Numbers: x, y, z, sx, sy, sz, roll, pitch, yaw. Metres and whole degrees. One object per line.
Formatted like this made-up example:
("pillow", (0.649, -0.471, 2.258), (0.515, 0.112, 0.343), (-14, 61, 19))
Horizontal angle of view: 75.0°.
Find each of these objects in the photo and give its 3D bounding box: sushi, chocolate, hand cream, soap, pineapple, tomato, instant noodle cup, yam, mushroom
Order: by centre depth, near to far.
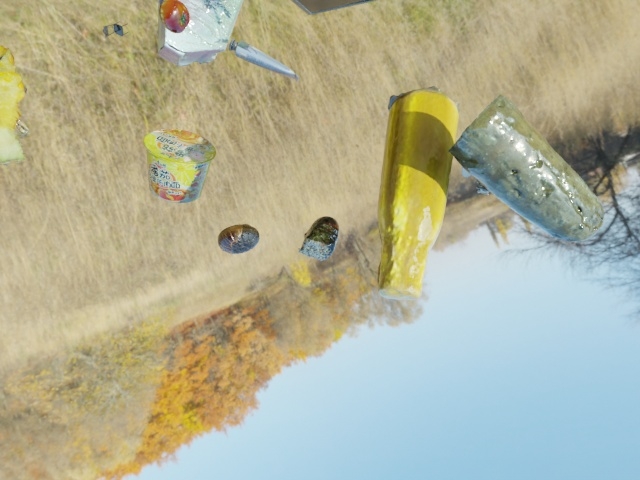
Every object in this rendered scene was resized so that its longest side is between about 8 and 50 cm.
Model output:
("pineapple", (-0.600, -0.216, 0.721), (0.250, 0.139, 0.164), (-64, 168, -3))
("yam", (0.375, -0.115, 0.743), (0.133, 0.330, 0.133), (-50, -168, 14))
("chocolate", (0.180, -0.096, 0.864), (0.162, 0.446, 0.162), (12, 160, 4))
("tomato", (-0.418, -0.639, 1.183), (0.087, 0.075, 0.087), (-58, 171, -15))
("mushroom", (-0.244, -0.003, 1.245), (0.126, 0.085, 0.109), (-33, 172, 34))
("hand cream", (-0.190, -0.612, 1.433), (0.055, 0.256, 0.088), (-63, -171, 5))
("soap", (-0.449, -0.868, 1.551), (0.261, 0.446, 0.156), (22, 176, -39))
("instant noodle cup", (-0.549, -0.280, 1.612), (0.264, 0.264, 0.200), (-17, 140, -43))
("sushi", (0.000, 0.000, 1.682), (0.136, 0.126, 0.225), (22, 154, -7))

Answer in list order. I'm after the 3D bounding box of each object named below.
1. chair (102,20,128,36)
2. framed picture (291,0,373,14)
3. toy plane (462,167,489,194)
("chair", (-0.702, -0.726, 1.438), (0.086, 0.042, 0.037), (-59, 170, -42))
("framed picture", (0.056, -0.718, 1.231), (0.252, 0.014, 0.197), (-4, -165, 16))
("toy plane", (0.412, -0.163, 0.973), (0.082, 0.160, 0.234), (-25, -142, -18))
